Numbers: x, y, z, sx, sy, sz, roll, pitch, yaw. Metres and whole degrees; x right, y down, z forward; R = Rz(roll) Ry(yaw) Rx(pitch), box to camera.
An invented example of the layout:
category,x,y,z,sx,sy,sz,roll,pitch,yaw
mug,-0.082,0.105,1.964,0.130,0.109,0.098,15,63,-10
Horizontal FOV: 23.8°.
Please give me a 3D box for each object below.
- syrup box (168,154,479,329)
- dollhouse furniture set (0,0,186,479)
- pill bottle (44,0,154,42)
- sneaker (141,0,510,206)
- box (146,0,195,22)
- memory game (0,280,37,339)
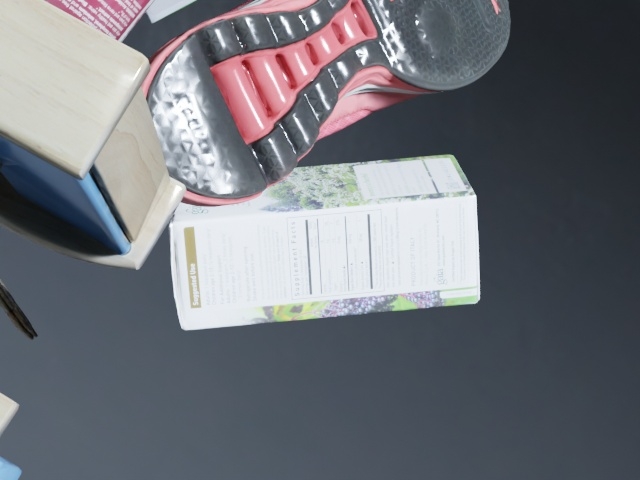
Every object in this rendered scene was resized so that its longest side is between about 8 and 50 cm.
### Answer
category,x,y,z,sx,sy,sz,roll,pitch,yaw
syrup box,0.000,0.000,1.195,0.237,0.096,0.093,-6,23,-4
dollhouse furniture set,-0.233,0.030,0.585,0.286,0.303,0.198,29,-11,5
pill bottle,-0.195,-0.180,1.108,0.121,0.221,0.121,39,-2,2
sneaker,-0.018,-0.112,0.899,0.136,0.314,0.116,-10,-74,51
box,-0.136,-0.368,1.513,0.231,0.127,0.262,60,20,-12
memory game,-0.322,0.018,1.421,0.186,0.012,0.186,52,-10,12
